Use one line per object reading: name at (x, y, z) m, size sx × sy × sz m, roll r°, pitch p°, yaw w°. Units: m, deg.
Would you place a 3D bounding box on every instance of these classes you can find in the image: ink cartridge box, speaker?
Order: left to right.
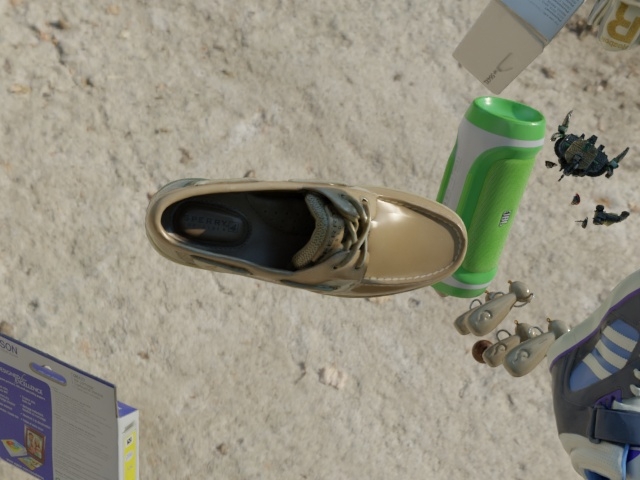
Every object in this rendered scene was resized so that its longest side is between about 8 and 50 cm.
ink cartridge box at (-0.464, 0.319, 1.209) m, size 0.303 × 0.307 × 0.072 m, roll 18°, pitch 25°, yaw 21°
speaker at (0.244, -0.062, 1.030) m, size 0.131 × 0.297 × 0.131 m, roll 9°, pitch 29°, yaw -5°
ink cartridge box at (0.272, -0.299, 0.826) m, size 0.086 × 0.148 × 0.203 m, roll 42°, pitch 75°, yaw 1°

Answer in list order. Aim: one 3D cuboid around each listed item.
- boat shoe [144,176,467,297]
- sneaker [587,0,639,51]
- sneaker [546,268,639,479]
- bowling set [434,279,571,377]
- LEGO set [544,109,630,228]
boat shoe at (0.000, 0.000, 0.667) m, size 0.340 × 0.110 × 0.122 m, roll 2°, pitch 91°, yaw -14°
sneaker at (0.317, -0.243, 0.619) m, size 0.108 × 0.169 × 0.292 m, roll 35°, pitch 38°, yaw 18°
sneaker at (0.415, 0.188, 0.831) m, size 0.130 × 0.323 × 0.236 m, roll 11°, pitch 52°, yaw -18°
bowling set at (0.377, 0.169, 1.429) m, size 0.154 × 0.200 × 0.287 m, roll -35°, pitch 65°, yaw -8°
LEGO set at (0.174, -0.045, 0.444) m, size 0.054 × 0.023 × 0.083 m, roll 7°, pitch 72°, yaw 8°
